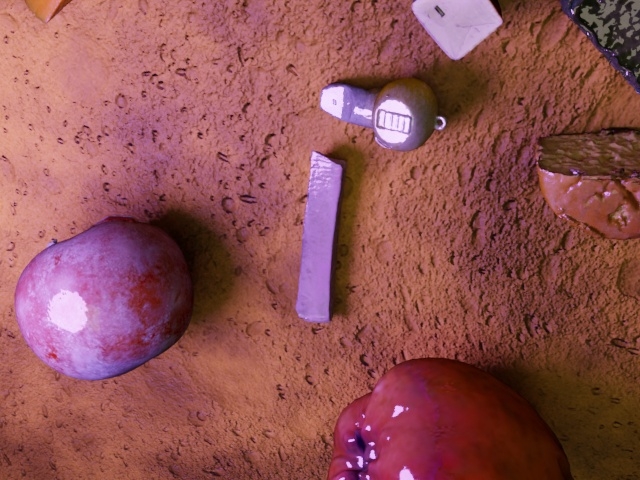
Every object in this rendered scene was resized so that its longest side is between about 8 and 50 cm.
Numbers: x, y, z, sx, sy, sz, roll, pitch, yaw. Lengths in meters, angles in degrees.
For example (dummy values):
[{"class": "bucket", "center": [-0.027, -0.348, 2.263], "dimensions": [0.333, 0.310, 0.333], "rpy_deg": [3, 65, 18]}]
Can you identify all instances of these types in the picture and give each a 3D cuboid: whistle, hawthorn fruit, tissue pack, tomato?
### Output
[{"class": "whistle", "center": [0.105, -0.217, 1.104], "dimensions": [0.223, 0.123, 0.122], "rpy_deg": [18, 121, 25]}, {"class": "hawthorn fruit", "center": [0.244, 0.444, 1.248], "dimensions": [0.473, 0.471, 0.471], "rpy_deg": [4, 118, 8]}, {"class": "tissue pack", "center": [0.201, -0.344, 0.979], "dimensions": [0.099, 0.148, 0.106], "rpy_deg": [-37, 106, 25]}, {"class": "tomato", "center": [-0.388, 0.101, 1.224], "dimensions": [0.317, 0.317, 0.282], "rpy_deg": [-30, 83, 23]}]

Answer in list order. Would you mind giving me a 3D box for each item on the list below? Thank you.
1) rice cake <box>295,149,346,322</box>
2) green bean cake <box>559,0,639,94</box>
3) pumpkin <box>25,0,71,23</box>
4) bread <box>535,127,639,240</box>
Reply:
[{"class": "rice cake", "center": [0.000, 0.000, 1.247], "dimensions": [0.073, 0.056, 0.364], "rpy_deg": [10, 119, 11]}, {"class": "green bean cake", "center": [0.497, -0.348, 0.937], "dimensions": [0.241, 0.132, 0.255], "rpy_deg": [37, 115, -11]}, {"class": "pumpkin", "center": [-0.386, -0.467, 1.045], "dimensions": [0.248, 0.126, 0.131], "rpy_deg": [-19, 122, 39]}, {"class": "bread", "center": [0.473, -0.087, 1.069], "dimensions": [0.261, 0.160, 0.147], "rpy_deg": [-4, 125, 8]}]
